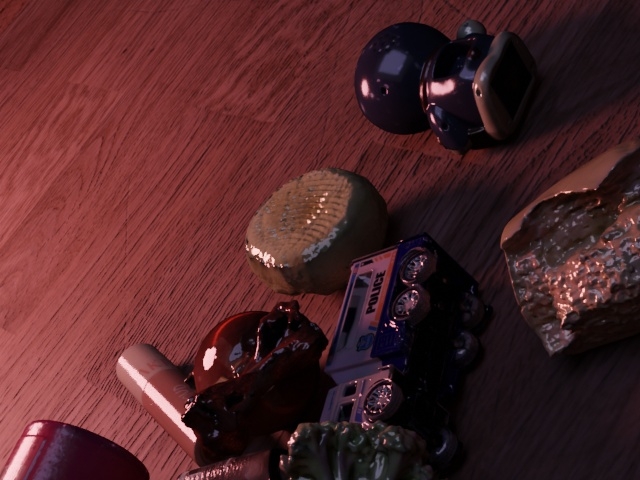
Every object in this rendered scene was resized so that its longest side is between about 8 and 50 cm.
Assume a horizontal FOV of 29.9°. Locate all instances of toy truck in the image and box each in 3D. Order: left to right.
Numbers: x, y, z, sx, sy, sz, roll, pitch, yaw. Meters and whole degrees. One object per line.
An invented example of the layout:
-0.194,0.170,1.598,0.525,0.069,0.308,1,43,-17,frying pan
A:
0.081,0.138,1.342,0.155,0.124,0.268,-20,40,40,toy truck

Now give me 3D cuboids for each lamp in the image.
-0.087,0.158,1.410,0.151,0.223,0.215,33,69,19,lamp

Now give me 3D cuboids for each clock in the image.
0.160,-0.217,1.607,0.243,0.146,0.200,8,64,39,clock

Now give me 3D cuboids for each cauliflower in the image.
0.018,0.313,1.114,0.256,0.239,0.315,-58,-16,28,cauliflower

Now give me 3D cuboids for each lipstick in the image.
-0.189,0.213,1.569,0.070,0.070,0.254,-49,36,-7,lipstick

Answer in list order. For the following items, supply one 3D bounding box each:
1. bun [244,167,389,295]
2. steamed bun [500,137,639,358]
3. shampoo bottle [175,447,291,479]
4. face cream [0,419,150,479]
0.000,0.000,1.560,0.195,0.118,0.195,-21,41,19,bun
0.295,0.005,1.226,0.225,0.170,0.200,-33,42,17,steamed bun
-0.077,0.276,1.404,0.207,0.063,0.057,-21,53,28,shampoo bottle
-0.325,0.345,1.479,0.175,0.175,0.195,-6,51,41,face cream
